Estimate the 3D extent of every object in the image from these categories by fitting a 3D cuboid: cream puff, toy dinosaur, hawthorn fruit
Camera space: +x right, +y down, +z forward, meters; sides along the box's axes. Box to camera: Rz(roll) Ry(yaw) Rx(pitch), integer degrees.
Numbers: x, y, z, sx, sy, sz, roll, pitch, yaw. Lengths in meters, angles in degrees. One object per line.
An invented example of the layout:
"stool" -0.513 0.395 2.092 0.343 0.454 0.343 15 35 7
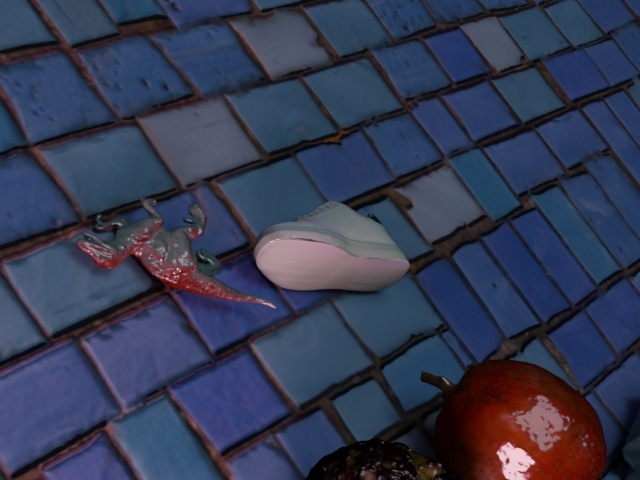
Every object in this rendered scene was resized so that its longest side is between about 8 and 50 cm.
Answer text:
"cream puff" 0.082 0.327 1.723 0.239 0.165 0.239 31 36 -26
"toy dinosaur" -0.162 0.033 1.846 0.242 0.053 0.167 41 37 -10
"hawthorn fruit" 0.227 0.243 1.942 0.253 0.205 0.205 34 37 -7

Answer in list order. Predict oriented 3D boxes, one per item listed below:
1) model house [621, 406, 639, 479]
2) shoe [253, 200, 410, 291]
"model house" 0.617 0.280 2.288 0.295 0.252 0.329 45 29 -3
"shoe" 0.000 0.000 2.025 0.265 0.095 0.110 14 41 -46
